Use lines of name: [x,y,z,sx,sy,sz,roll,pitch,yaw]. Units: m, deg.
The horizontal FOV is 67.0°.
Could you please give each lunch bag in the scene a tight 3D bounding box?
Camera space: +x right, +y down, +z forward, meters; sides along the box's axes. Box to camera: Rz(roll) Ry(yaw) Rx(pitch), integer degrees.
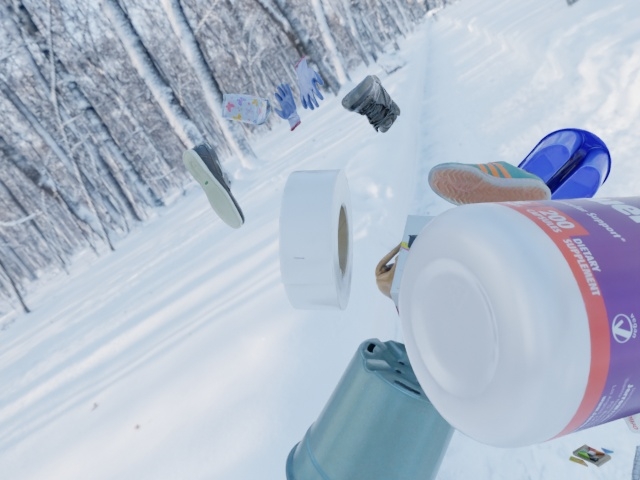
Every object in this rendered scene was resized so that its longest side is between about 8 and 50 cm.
lunch bag: [-0.134,-0.241,0.885,0.071,0.053,0.083,11,22,5]

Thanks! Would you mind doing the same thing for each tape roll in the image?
tape roll: [0.000,0.000,0.971,0.100,0.286,0.286,0,23,11]

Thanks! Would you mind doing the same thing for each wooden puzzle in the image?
wooden puzzle: [0.732,0.579,1.305,0.116,0.014,0.079,-11,13,-36]

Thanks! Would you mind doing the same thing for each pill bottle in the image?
pill bottle: [0.244,0.052,0.416,0.323,0.181,0.181,-5,4,-22]

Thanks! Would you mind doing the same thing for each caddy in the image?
caddy: [0.774,-0.204,1.589,0.179,0.241,0.341,-37,-16,-44]

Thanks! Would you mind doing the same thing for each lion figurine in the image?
lion figurine: [0.240,0.155,1.212,0.240,0.392,0.142,-26,7,44]

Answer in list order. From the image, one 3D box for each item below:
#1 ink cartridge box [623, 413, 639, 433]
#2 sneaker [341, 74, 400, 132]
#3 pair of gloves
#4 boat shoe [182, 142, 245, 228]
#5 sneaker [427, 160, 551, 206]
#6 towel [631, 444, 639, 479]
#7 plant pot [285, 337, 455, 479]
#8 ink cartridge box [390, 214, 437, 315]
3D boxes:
ink cartridge box: [0.867,0.415,1.213,0.086,0.148,0.203,-34,7,-29]
sneaker: [0.125,-0.314,1.129,0.087,0.130,0.227,-37,6,25]
pair of gloves: [-0.065,-0.409,1.369,0.023,0.159,0.198,-1,-28,-42]
boat shoe: [-0.254,-0.139,1.232,0.084,0.233,0.079,-21,14,45]
sneaker: [0.419,-0.147,1.232,0.302,0.108,0.121,11,32,0]
towel: [0.716,0.500,0.905,0.235,0.121,0.284,10,15,37]
plant pot: [0.141,0.425,1.080,0.341,0.341,0.334,-102,34,-75]
ink cartridge box: [0.197,0.056,0.947,0.072,0.127,0.175,5,60,22]
